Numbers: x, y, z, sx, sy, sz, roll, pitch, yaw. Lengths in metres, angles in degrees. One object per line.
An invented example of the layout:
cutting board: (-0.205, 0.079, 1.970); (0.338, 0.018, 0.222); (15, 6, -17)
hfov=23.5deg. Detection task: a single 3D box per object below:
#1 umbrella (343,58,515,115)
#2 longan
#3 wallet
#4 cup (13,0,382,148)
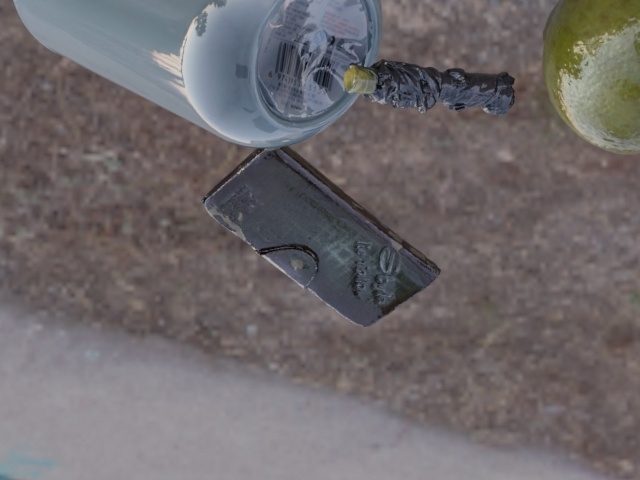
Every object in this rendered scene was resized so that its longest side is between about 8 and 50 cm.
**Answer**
umbrella: (0.083, -0.116, 1.169); (0.144, 0.037, 0.040); (2, 117, -28)
longan: (0.262, -0.145, 1.230); (0.176, 0.145, 0.155); (18, 147, 13)
wallet: (0.000, 0.000, 1.537); (0.232, 0.031, 0.122); (37, 125, -22)
cup: (-0.101, -0.210, 1.325); (0.312, 0.205, 0.205); (30, 179, 40)
